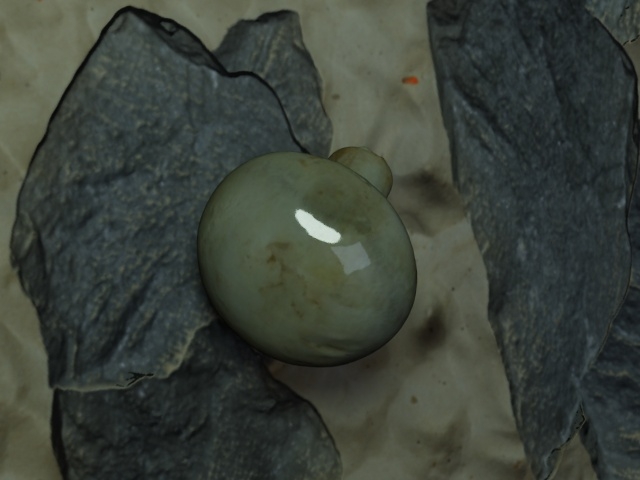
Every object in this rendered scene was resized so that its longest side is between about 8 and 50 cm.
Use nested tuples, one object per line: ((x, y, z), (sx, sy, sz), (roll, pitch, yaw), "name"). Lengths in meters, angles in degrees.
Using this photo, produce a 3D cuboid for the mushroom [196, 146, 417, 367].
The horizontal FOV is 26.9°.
((-0.016, 0.007, 1.218), (0.206, 0.209, 0.206), (-3, 124, -5), "mushroom")
